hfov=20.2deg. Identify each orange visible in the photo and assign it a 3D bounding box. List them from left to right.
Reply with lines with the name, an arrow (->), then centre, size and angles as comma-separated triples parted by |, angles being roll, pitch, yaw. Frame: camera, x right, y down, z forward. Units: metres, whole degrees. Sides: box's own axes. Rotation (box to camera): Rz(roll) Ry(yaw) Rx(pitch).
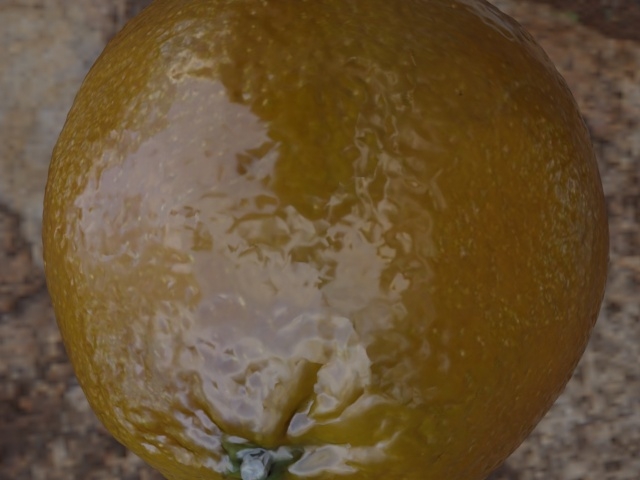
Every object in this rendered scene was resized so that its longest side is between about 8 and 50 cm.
orange -> 0.000, 0.000, 0.799 | 0.264, 0.264, 0.264 | 3, 94, 50
